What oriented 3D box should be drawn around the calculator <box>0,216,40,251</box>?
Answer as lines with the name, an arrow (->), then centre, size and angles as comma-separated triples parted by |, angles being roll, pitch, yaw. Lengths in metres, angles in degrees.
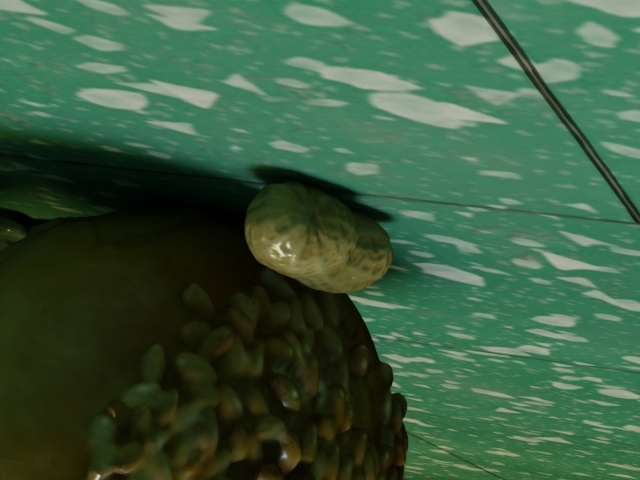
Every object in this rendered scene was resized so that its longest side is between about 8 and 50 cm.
calculator -> -0.163, 0.009, 1.297 | 0.153, 0.021, 0.095 | 16, 169, -42

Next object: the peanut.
peanut -> 0.000, 0.000, 1.005 | 0.054, 0.054, 0.113 | 5, 171, 31

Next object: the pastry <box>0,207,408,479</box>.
pastry -> -0.102, 0.178, 1.106 | 0.245, 0.410, 0.409 | 21, 176, 29
